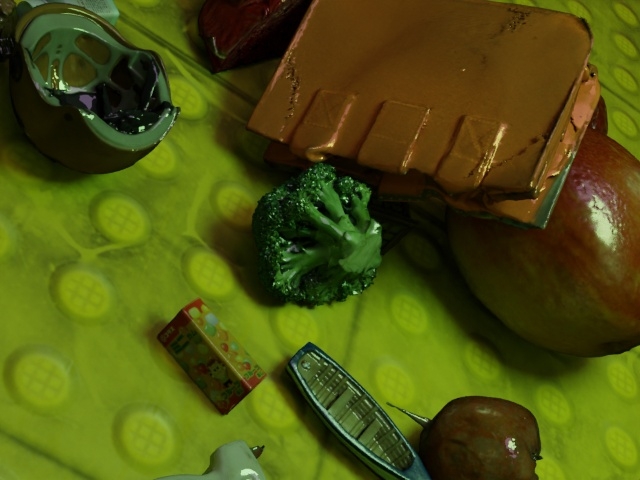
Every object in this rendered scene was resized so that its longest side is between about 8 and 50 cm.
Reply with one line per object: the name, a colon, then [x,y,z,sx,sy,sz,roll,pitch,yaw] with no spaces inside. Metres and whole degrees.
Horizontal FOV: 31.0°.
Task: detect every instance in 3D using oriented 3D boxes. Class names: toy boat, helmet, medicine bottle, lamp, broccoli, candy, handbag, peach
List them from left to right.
medicine bottle: [-0.325,-0.281,1.470,0.118,0.074,0.055,-12,66,-45]
helmet: [-0.283,-0.164,1.367,0.198,0.130,0.224,-5,50,-47]
candy: [-0.122,0.131,1.303,0.122,0.062,0.038,48,39,5]
broccoli: [0.000,0.000,1.450,0.156,0.195,0.195,29,30,34]
toy boat: [0.045,0.221,1.380,0.229,0.046,0.080,46,39,1]
lamp: [0.059,-0.137,1.661,0.089,0.090,0.325,17,48,-30]
handbag: [0.142,-0.185,1.528,0.410,0.116,0.303,15,64,24]
peach: [0.352,0.004,1.631,0.290,0.372,0.372,-43,88,-14]

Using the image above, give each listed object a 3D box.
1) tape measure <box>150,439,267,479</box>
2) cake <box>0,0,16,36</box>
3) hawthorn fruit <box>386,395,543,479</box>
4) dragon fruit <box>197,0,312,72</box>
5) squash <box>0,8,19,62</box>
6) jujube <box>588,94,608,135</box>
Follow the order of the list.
tape measure: [-0.116,0.344,1.083,0.265,0.130,0.258,-11,62,-38]
cake: [-0.442,-0.235,1.290,0.135,0.134,0.147,35,35,-8]
hawthorn fruit: [0.187,0.253,1.419,0.189,0.149,0.149,27,31,30]
dragon fruit: [-0.049,-0.388,1.691,0.317,0.205,0.152,-24,73,-49]
squash: [-0.416,-0.321,1.435,0.069,0.069,0.258,9,51,-35]
jujube: [0.351,-0.226,1.903,0.342,0.216,0.216,20,44,-46]
